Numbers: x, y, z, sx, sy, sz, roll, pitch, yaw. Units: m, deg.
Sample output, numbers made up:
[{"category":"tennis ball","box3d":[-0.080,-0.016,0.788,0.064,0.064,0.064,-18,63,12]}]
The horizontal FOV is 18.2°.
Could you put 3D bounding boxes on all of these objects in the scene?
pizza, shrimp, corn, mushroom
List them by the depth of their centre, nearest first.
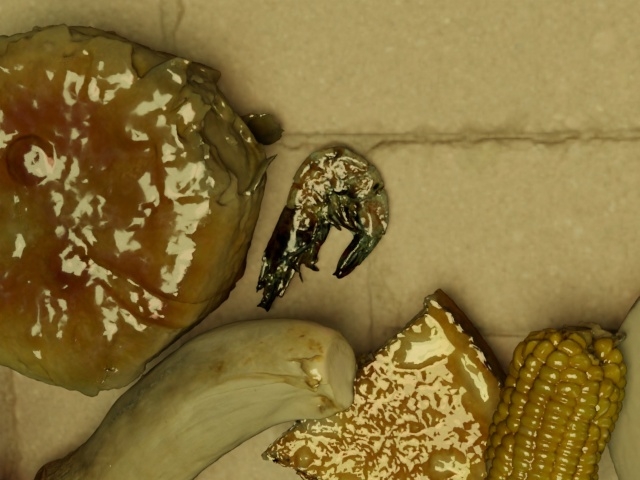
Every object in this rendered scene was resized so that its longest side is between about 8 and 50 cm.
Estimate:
[{"category":"corn","box3d":[0.171,0.217,1.604,0.102,0.102,0.313,12,97,8]},{"category":"mushroom","box3d":[-0.111,0.160,1.681,0.351,0.095,0.123,-35,71,32]},{"category":"shrimp","box3d":[0.000,0.000,1.690,0.091,0.034,0.161,29,105,2]},{"category":"pizza","box3d":[0.075,0.209,1.695,0.223,0.089,0.323,-14,98,6]}]

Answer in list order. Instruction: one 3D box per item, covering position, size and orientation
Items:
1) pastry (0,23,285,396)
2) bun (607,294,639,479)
[{"category":"pastry","box3d":[-0.204,-0.036,1.666,0.330,0.136,0.329,3,100,15]},{"category":"bun","box3d":[0.372,0.134,1.592,0.263,0.175,0.263,5,96,48]}]
